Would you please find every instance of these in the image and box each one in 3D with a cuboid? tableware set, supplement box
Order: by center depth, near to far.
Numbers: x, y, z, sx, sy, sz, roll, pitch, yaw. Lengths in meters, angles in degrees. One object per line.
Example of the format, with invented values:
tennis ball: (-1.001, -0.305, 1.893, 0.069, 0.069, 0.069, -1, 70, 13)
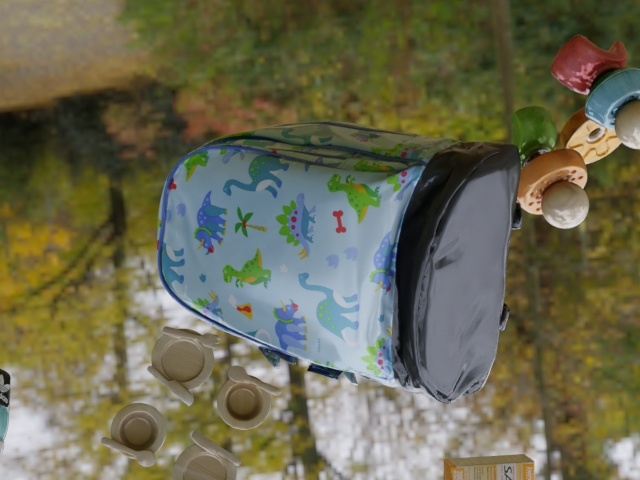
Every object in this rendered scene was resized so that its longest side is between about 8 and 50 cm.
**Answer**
tableware set: (-0.127, 0.177, 1.459, 0.141, 0.168, 0.020, 29, 169, -7)
supplement box: (0.190, 0.277, 1.644, 0.099, 0.062, 0.036, -2, -174, -11)

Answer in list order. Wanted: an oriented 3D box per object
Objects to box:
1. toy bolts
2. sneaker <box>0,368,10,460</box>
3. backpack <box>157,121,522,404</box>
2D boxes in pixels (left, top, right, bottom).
toy bolts: (0.360, -0.128, 1.854, 0.218, 0.158, 0.228, -4, 139, -33)
sneaker: (-0.467, 0.219, 1.833, 0.108, 0.121, 0.302, 29, 156, -33)
backpack: (0.000, 0.000, 1.554, 0.273, 0.290, 0.356, -13, -152, -44)
